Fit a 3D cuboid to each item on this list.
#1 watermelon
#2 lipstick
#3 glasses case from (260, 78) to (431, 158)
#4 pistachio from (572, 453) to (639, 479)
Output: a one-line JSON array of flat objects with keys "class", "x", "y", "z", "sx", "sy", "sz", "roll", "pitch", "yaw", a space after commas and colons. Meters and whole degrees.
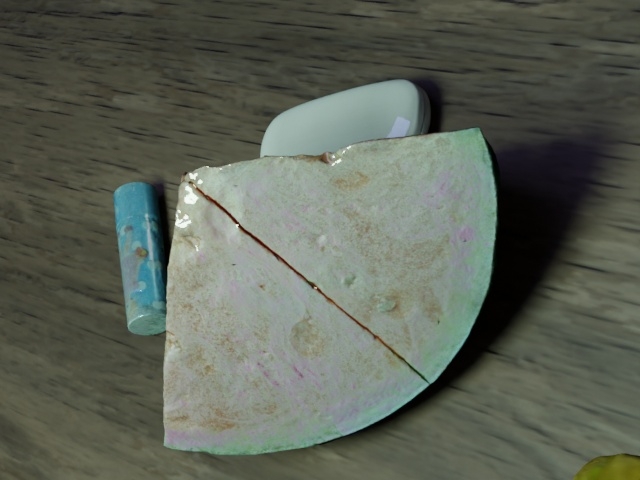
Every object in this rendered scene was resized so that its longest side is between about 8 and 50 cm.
[{"class": "watermelon", "x": 0.003, "y": 0.002, "z": 1.302, "sx": 0.292, "sy": 0.319, "sz": 0.222, "roll": -2, "pitch": 33, "yaw": 5}, {"class": "lipstick", "x": -0.181, "y": 0.018, "z": 1.560, "sx": 0.048, "sy": 0.048, "sz": 0.158, "roll": -31, "pitch": 54, "yaw": 31}, {"class": "glasses case", "x": 0.020, "y": -0.098, "z": 1.414, "sx": 0.193, "sy": 0.049, "sz": 0.074, "roll": -12, "pitch": 65, "yaw": 39}, {"class": "pistachio", "x": 0.240, "y": 0.229, "z": 1.037, "sx": 0.110, "sy": 0.100, "sz": 0.189, "roll": -30, "pitch": 56, "yaw": 6}]
